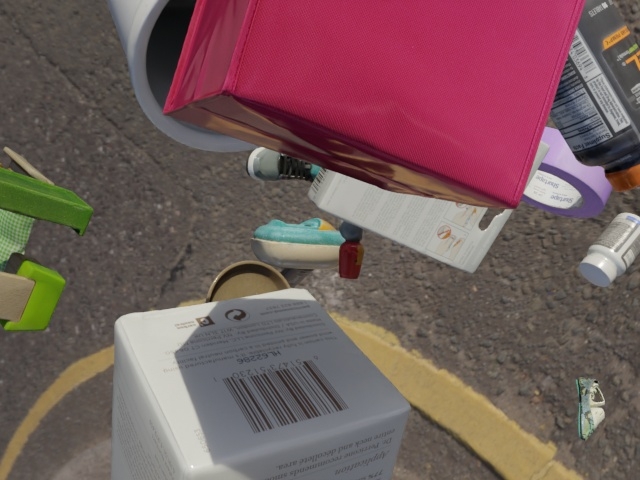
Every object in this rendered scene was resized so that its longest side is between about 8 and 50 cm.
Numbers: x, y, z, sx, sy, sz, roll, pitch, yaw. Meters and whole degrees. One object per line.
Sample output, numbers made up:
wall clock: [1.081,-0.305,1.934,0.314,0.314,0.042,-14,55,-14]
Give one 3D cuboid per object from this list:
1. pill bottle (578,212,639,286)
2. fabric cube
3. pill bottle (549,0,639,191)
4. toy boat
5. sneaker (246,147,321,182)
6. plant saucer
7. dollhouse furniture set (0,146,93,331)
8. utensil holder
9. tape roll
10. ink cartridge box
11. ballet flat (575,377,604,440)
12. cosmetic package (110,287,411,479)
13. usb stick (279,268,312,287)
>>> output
pill bottle: [0.559,0.019,1.265,0.078,0.078,0.137,39,73,24]
fabric cube: [0.036,-0.191,0.591,0.259,0.258,0.254,20,94,67]
pill bottle: [0.359,-0.185,0.853,0.131,0.130,0.245,-30,95,28]
toy boat: [0.000,0.000,1.592,0.318,0.268,0.148,9,94,54]
sneaker: [-0.037,-0.195,1.753,0.179,0.296,0.123,15,109,41]
plant saucer: [-0.196,0.195,1.850,0.041,0.278,0.277,-17,83,57]
dollhouse furniture set: [-0.481,-0.023,0.949,0.302,0.151,0.197,29,97,44]
utensil holder: [-0.162,-0.379,0.992,0.327,0.328,0.385,-46,52,24]
tape roll: [0.547,-0.159,1.572,0.275,0.275,0.090,24,79,28]
ink cartridge box: [0.212,-0.137,1.290,0.308,0.385,0.091,-62,25,13]
ballet flat: [0.654,0.402,1.608,0.070,0.188,0.070,9,129,11]
cosmetic package: [-0.118,0.336,1.016,0.327,0.330,0.393,43,130,48]
usb stick: [-0.083,0.104,2.078,0.278,0.077,0.045,135,146,-66]
